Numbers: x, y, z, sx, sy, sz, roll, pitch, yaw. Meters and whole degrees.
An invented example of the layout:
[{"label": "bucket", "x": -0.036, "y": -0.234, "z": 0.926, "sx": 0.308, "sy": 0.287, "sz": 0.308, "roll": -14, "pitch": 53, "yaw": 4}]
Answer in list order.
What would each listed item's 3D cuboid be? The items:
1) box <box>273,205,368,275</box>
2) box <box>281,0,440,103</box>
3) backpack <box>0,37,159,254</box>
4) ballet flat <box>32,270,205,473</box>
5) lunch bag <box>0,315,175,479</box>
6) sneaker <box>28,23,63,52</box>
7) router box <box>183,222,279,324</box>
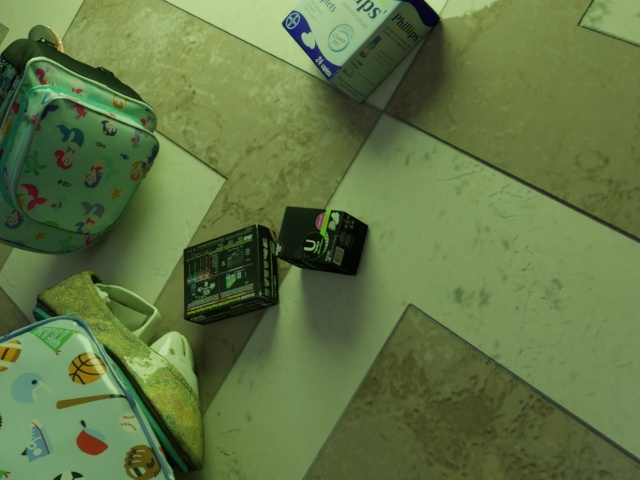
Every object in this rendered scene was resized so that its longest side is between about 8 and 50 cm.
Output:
[{"label": "box", "x": 0.000, "y": 0.000, "z": 0.989, "sx": 0.083, "sy": 0.052, "sz": 0.062, "roll": 7, "pitch": 77, "yaw": 39}, {"label": "box", "x": 0.044, "y": -0.255, "z": 1.034, "sx": 0.137, "sy": 0.072, "sz": 0.126, "roll": -45, "pitch": 54, "yaw": 14}, {"label": "backpack", "x": -0.352, "y": -0.105, "z": 1.180, "sx": 0.254, "sy": 0.225, "sz": 0.191, "roll": -56, "pitch": 46, "yaw": 12}, {"label": "ballet flat", "x": -0.222, "y": 0.137, "z": 1.078, "sx": 0.348, "sy": 0.123, "sz": 0.123, "roll": 33, "pitch": 95, "yaw": 37}, {"label": "lunch bag", "x": -0.291, "y": 0.225, "z": 0.881, "sx": 0.243, "sy": 0.115, "sz": 0.303, "roll": -24, "pitch": 52, "yaw": -22}, {"label": "sneaker", "x": -0.452, "y": -0.292, "z": 1.420, "sx": 0.061, "sy": 0.065, "sz": 0.158, "roll": -33, "pitch": 57, "yaw": 23}, {"label": "router box", "x": -0.108, "y": 0.042, "z": 1.063, "sx": 0.122, "sy": 0.038, "sz": 0.092, "roll": -18, "pitch": 64, "yaw": 31}]
